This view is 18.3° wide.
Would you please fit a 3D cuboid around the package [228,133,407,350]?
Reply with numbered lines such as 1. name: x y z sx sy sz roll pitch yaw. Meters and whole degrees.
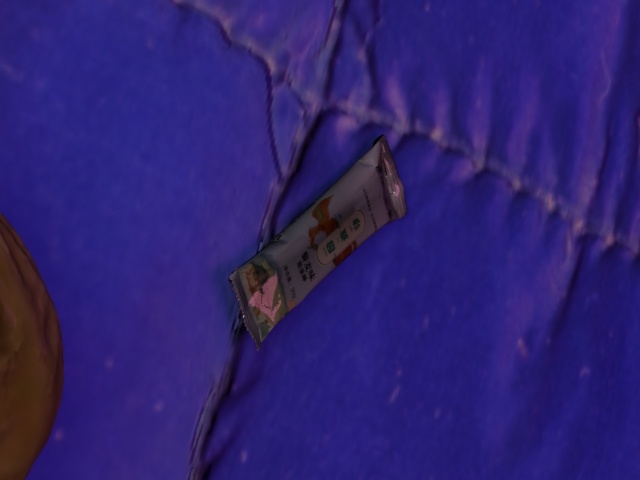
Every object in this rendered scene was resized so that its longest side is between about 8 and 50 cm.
1. package: 0.000 0.000 0.778 0.110 0.015 0.037 -42 123 -40

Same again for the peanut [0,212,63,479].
1. peanut: -0.129 0.069 0.559 0.120 0.110 0.236 -39 130 -56
